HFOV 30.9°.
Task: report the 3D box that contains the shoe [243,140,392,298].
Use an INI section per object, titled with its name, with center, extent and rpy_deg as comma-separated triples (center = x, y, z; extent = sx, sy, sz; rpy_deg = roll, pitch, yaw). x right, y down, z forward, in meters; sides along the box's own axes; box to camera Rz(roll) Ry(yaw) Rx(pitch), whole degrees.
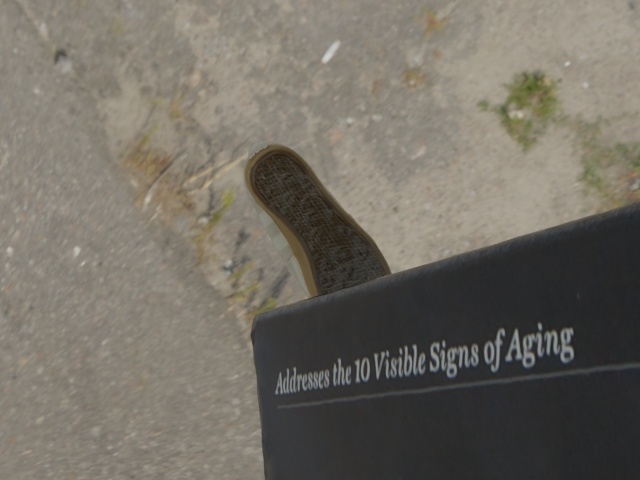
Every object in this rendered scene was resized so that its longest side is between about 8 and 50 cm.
[shoe]
center = 0.000, 0.000, 1.034
extent = 0.076, 0.058, 0.219
rpy_deg = -35, 113, -8

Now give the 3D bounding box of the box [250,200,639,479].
[box]
center = 0.208, 0.223, 0.454
extent = 0.297, 0.480, 0.471
rpy_deg = -3, 82, -27
